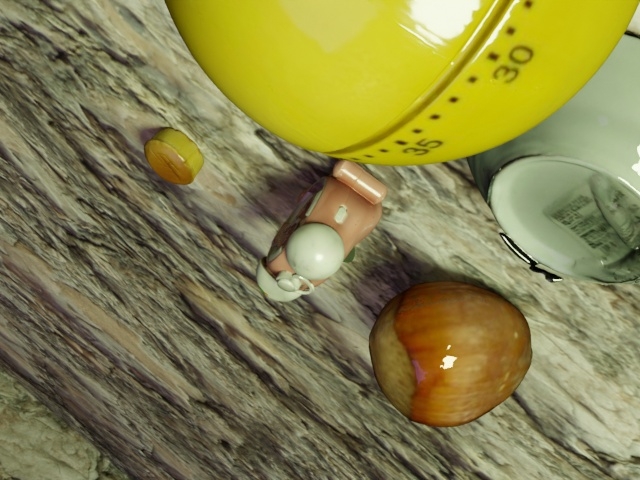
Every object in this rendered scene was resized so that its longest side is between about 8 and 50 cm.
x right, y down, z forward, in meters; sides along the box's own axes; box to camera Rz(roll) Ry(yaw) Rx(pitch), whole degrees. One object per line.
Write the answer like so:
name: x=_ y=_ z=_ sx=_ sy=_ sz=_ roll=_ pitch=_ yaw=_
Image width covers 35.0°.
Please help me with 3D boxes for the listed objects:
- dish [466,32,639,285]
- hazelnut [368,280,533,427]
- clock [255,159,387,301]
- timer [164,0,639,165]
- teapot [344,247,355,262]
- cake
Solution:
dish: x=0.253 y=-0.047 z=0.958 sx=0.316 sy=0.106 sz=0.316 roll=26 pitch=148 yaw=17
hazelnut: x=0.162 y=0.141 z=1.261 sx=0.214 sy=0.176 sz=0.214 roll=1 pitch=155 yaw=1
clock: x=0.000 y=0.000 z=1.235 sx=0.093 sy=0.162 sz=0.166 roll=39 pitch=151 yaw=-9
timer: x=0.021 y=-0.233 z=0.663 sx=0.387 sy=0.376 sz=0.376 roll=22 pitch=158 yaw=-27
teapot: x=0.000 y=0.016 z=1.379 sx=0.111 sy=0.043 sz=0.043 roll=-1 pitch=134 yaw=44
cake: x=-0.203 y=-0.114 z=1.401 sx=0.084 sy=0.044 sz=0.084 roll=25 pitch=147 yaw=18
